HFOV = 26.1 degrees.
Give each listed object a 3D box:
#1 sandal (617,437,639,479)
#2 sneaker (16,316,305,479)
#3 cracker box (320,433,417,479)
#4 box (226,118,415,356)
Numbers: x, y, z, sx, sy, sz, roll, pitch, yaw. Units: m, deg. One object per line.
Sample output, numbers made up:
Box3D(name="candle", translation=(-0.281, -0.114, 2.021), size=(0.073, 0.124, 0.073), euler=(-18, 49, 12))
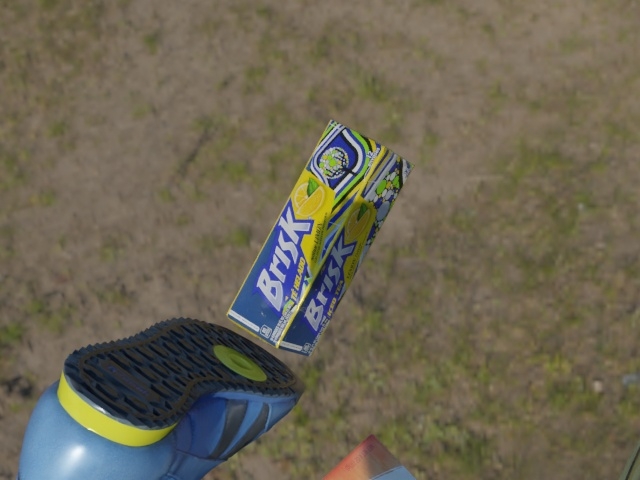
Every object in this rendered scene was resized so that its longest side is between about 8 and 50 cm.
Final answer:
Box3D(name="sandal", translation=(0.153, 0.226, 0.741), size=(0.303, 0.120, 0.086), euler=(-54, 12, -20))
Box3D(name="sneaker", translation=(-0.077, 0.091, 0.661), size=(0.069, 0.082, 0.209), euler=(33, 15, 17))
Box3D(name="cracker box", translation=(0.068, 0.320, 1.293), size=(0.155, 0.067, 0.232), euler=(-40, 80, -25))
Box3D(name="box", translation=(0.000, 0.000, 1.036), size=(0.054, 0.059, 0.169), euler=(29, 93, 30))
